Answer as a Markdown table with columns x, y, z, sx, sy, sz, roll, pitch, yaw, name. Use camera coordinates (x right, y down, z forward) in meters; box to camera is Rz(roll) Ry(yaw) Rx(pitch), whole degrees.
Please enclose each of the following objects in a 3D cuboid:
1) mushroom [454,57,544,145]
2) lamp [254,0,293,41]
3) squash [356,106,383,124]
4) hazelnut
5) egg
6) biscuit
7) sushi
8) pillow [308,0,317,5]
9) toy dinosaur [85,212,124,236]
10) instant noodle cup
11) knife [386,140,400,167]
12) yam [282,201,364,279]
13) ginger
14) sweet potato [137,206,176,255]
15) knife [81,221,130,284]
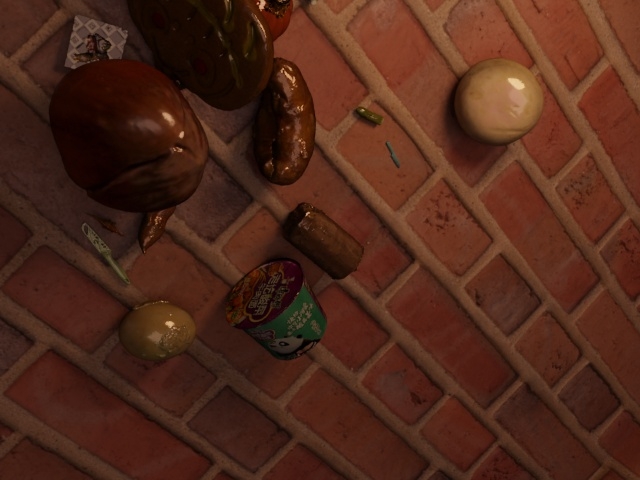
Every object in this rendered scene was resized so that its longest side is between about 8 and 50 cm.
| x | y | z | sx | sy | sz | roll | pitch | yaw | name |
| --- | --- | --- | --- | --- | --- | --- | --- | --- | --- |
| 0.510 | -0.394 | 1.813 | 0.246 | 0.202 | 0.246 | 8 | 108 | 24 | mushroom |
| -0.162 | -0.570 | 1.501 | 0.223 | 0.196 | 0.223 | 3 | 87 | -53 | lamp |
| 0.135 | -0.349 | 1.774 | 0.083 | 0.027 | 0.027 | 20 | 100 | -23 | squash |
| -0.422 | -0.237 | 1.437 | 0.372 | 0.372 | 0.315 | 45 | 61 | -26 | hazelnut |
| -0.432 | 0.239 | 1.693 | 0.201 | 0.164 | 0.164 | 4 | 106 | -21 | egg |
| -0.288 | -0.468 | 1.449 | 0.394 | 0.070 | 0.350 | 42 | 133 | -1 | biscuit |
| -0.529 | -0.454 | 1.502 | 0.120 | 0.026 | 0.126 | 14 | 98 | -21 | sushi |
| 0.000 | -0.672 | 1.607 | 0.135 | 0.055 | 0.091 | -43 | 148 | 1 | pillow |
| -0.548 | -0.044 | 1.623 | 0.113 | 0.041 | 0.026 | 39 | 95 | -21 | toy dinosaur |
| -0.109 | 0.201 | 1.762 | 0.251 | 0.251 | 0.190 | -38 | 124 | -5 | instant noodle cup |
| 0.211 | -0.249 | 1.847 | 0.014 | 0.005 | 0.091 | -35 | 116 | -7 | knife |
| 0.001 | 0.000 | 1.788 | 0.238 | 0.128 | 0.129 | 37 | 58 | -31 | yam |
| -0.093 | -0.304 | 1.645 | 0.165 | 0.172 | 0.321 | 4 | 103 | 18 | ginger |
| -0.421 | -0.067 | 1.654 | 0.068 | 0.068 | 0.226 | 32 | 77 | -26 | sweet potato |
| -0.556 | 0.036 | 1.660 | 0.030 | 0.014 | 0.207 | -34 | 115 | -5 | knife |
